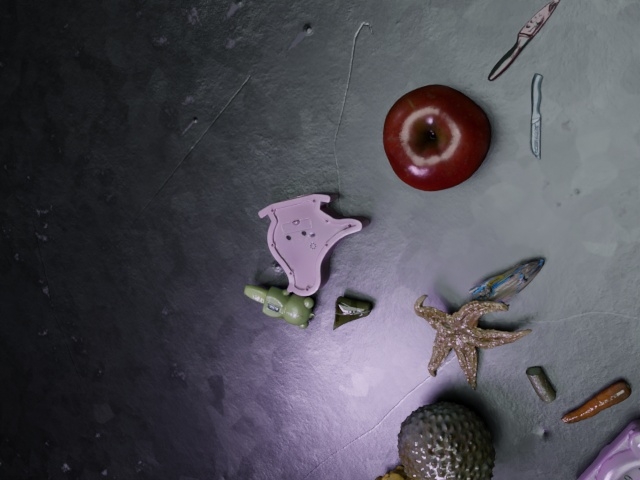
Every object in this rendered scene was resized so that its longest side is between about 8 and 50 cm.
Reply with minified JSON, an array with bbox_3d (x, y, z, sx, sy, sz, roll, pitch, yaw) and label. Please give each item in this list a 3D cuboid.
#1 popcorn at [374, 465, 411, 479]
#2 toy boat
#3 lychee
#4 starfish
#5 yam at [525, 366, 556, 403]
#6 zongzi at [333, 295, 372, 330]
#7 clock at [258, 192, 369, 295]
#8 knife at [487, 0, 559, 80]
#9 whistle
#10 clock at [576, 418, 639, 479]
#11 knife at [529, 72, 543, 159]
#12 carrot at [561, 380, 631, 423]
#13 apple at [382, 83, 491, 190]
[{"bbox_3d":[0.238,0.713,1.895,0.194,0.140,0.163,20,114,29],"label":"popcorn"},{"bbox_3d":[0.481,0.111,1.736,0.210,0.066,0.084,-37,110,19],"label":"toy boat"},{"bbox_3d":[0.324,0.554,1.774,0.255,0.274,0.255,1,124,1],"label":"lychee"},{"bbox_3d":[0.379,0.260,1.790,0.299,0.060,0.302,16,123,13],"label":"starfish"},{"bbox_3d":[0.567,0.371,1.753,0.043,0.043,0.094,-29,88,23],"label":"yam"},{"bbox_3d":[0.089,0.218,1.922,0.104,0.052,0.113,13,116,14],"label":"zongzi"},{"bbox_3d":[0.000,0.000,1.903,0.290,0.080,0.275,-15,93,24],"label":"clock"},{"bbox_3d":[0.493,-0.491,1.660,0.035,0.018,0.247,44,109,14],"label":"knife"},{"bbox_3d":[-0.117,0.181,1.973,0.227,0.085,0.105,20,117,15],"label":"whistle"},{"bbox_3d":[0.821,0.627,1.655,0.322,0.113,0.295,37,110,12],"label":"clock"},{"bbox_3d":[0.530,-0.303,1.674,0.028,0.015,0.210,1,100,16],"label":"knife"},{"bbox_3d":[0.692,0.412,1.712,0.191,0.047,0.047,-41,82,27],"label":"carrot"},{"bbox_3d":[0.287,-0.253,1.671,0.260,0.216,0.260,3,98,22],"label":"apple"}]
